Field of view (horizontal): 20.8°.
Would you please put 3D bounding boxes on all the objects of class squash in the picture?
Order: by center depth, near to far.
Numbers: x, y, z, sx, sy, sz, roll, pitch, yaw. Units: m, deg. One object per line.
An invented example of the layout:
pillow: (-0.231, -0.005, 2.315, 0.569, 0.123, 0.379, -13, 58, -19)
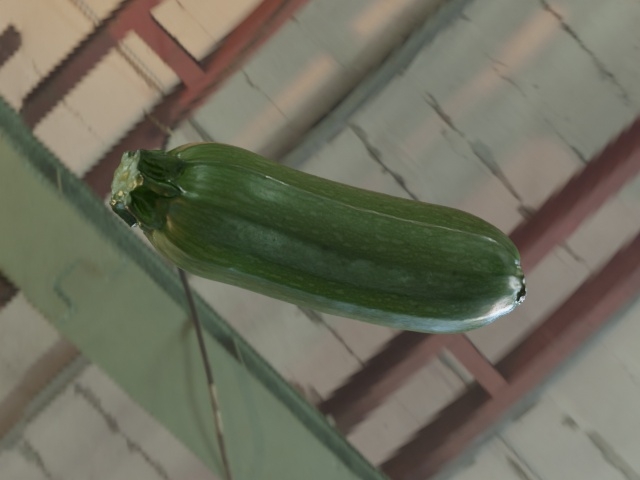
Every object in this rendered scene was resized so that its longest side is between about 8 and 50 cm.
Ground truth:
squash: (0.000, 0.000, 0.884, 0.219, 0.077, 0.068, 16, -111, -15)
